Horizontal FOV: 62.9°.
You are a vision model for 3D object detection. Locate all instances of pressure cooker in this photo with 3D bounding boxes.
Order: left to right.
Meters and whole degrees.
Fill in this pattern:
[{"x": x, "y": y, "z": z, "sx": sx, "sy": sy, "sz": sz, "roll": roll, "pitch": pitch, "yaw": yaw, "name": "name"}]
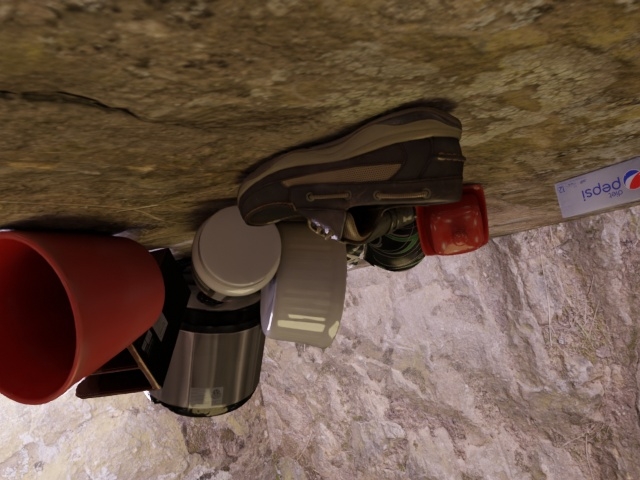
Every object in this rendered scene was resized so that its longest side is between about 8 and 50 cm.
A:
[{"x": -0.330, "y": 0.248, "z": 1.541, "sx": 0.375, "sy": 0.421, "sz": 0.369, "roll": 20, "pitch": -158, "yaw": 31, "name": "pressure cooker"}]

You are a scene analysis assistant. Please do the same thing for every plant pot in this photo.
[{"x": -0.423, "y": 0.105, "z": 0.904, "sx": 0.274, "sy": 0.275, "sz": 0.243, "roll": -13, "pitch": -176, "yaw": 22, "name": "plant pot"}]

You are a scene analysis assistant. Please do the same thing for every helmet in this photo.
[{"x": 0.195, "y": -0.006, "z": 1.297, "sx": 0.161, "sy": 0.170, "sz": 0.169, "roll": 9, "pitch": 174, "yaw": 5, "name": "helmet"}]

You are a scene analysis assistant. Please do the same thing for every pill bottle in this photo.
[{"x": -0.163, "y": 0.029, "z": 0.993, "sx": 0.161, "sy": 0.161, "sz": 0.283, "roll": -8, "pitch": 173, "yaw": -16, "name": "pill bottle"}]

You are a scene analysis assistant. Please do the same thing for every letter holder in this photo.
[{"x": -0.448, "y": 0.182, "z": 1.184, "sx": 0.214, "sy": 0.152, "sz": 0.302, "roll": -10, "pitch": -144, "yaw": 8, "name": "letter holder"}]

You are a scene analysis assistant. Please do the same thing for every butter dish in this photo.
[{"x": 0.301, "y": -0.026, "z": 1.162, "sx": 0.159, "sy": 0.160, "sz": 0.118, "roll": -12, "pitch": -156, "yaw": 7, "name": "butter dish"}]

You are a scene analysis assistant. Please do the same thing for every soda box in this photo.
[{"x": 0.733, "y": -0.135, "z": 1.279, "sx": 0.091, "sy": 0.098, "sz": 0.286, "roll": -6, "pitch": 171, "yaw": -35, "name": "soda box"}]

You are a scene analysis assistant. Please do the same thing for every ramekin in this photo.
[{"x": -0.046, "y": 0.087, "z": 1.119, "sx": 0.135, "sy": 0.277, "sz": 0.277, "roll": 6, "pitch": 169, "yaw": -14, "name": "ramekin"}]

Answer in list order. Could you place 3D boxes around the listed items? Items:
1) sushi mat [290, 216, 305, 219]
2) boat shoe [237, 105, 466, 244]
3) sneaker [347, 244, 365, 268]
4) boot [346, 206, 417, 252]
[{"x": 0.042, "y": -0.069, "z": 1.086, "sx": 0.316, "sy": 0.019, "sz": 0.151, "roll": -4, "pitch": 172, "yaw": -39, "name": "sushi mat"}, {"x": 0.023, "y": -0.058, "z": 0.693, "sx": 0.355, "sy": 0.130, "sz": 0.132, "roll": -17, "pitch": 171, "yaw": 40, "name": "boat shoe"}, {"x": 0.061, "y": 0.044, "z": 1.722, "sx": 0.153, "sy": 0.094, "sz": 0.235, "roll": -6, "pitch": 172, "yaw": -23, "name": "sneaker"}, {"x": 0.111, "y": -0.023, "z": 1.179, "sx": 0.161, "sy": 0.084, "sz": 0.246, "roll": -14, "pitch": 176, "yaw": -19, "name": "boot"}]
